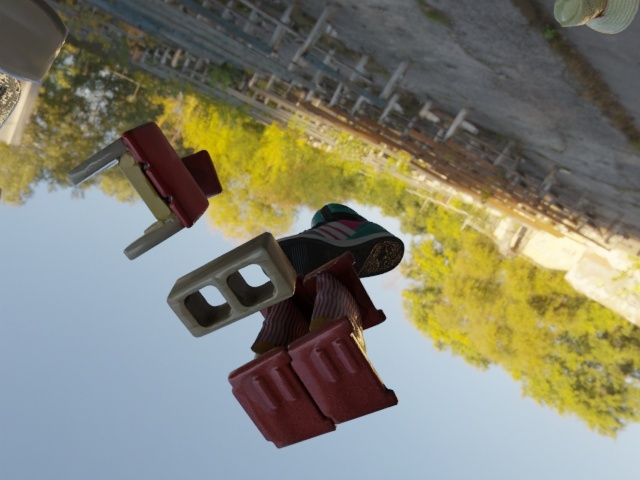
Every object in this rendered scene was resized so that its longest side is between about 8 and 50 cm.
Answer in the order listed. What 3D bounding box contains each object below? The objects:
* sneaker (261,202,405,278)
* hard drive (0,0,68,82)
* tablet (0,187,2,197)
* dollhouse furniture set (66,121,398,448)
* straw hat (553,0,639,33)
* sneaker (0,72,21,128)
[{"bbox_3d":[0.000,0.000,1.004,0.296,0.123,0.178,-3,-156,-25],"label":"sneaker"},{"bbox_3d":[-0.327,-0.202,0.246,0.353,0.047,0.233,27,175,26],"label":"hard drive"},{"bbox_3d":[-0.456,-0.052,0.640,0.006,0.054,0.083,1,170,32],"label":"tablet"},{"bbox_3d":[-0.067,0.022,0.570,0.373,0.152,0.201,59,-167,-17],"label":"dollhouse furniture set"},{"bbox_3d":[0.363,-0.333,0.700,0.144,0.061,0.144,52,-177,-3],"label":"straw hat"},{"bbox_3d":[-0.458,-0.110,0.580,0.091,0.258,0.094,30,168,15],"label":"sneaker"}]
